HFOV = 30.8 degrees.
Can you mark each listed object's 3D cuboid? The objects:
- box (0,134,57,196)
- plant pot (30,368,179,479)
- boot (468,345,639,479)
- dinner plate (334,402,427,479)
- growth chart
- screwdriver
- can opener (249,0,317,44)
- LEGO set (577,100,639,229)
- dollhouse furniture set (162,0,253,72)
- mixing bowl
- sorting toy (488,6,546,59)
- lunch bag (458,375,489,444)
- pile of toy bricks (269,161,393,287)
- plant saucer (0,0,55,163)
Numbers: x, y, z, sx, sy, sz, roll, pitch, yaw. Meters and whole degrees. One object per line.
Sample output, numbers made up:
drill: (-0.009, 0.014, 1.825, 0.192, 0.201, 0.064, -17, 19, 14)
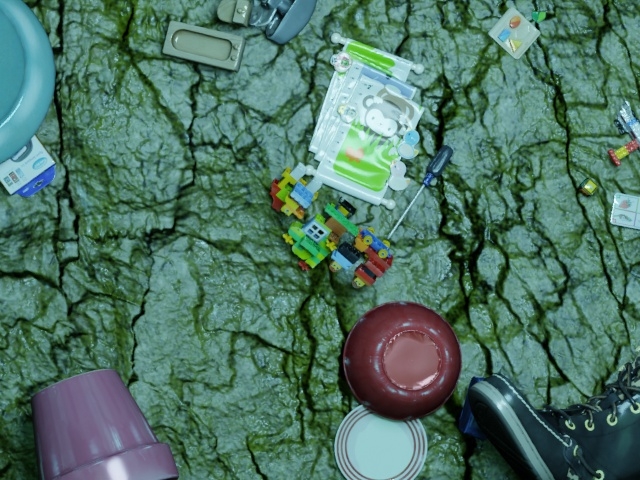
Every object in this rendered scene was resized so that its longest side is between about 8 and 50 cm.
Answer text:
box: (-0.452, -0.132, 1.705, 0.081, 0.028, 0.136, -37, 91, -3)
plant pot: (-0.323, 0.288, 1.648, 0.201, 0.201, 0.180, -21, 76, -4)
boot: (0.401, 0.250, 1.678, 0.284, 0.138, 0.377, -43, 118, -5)
dinner plate: (0.091, 0.311, 1.755, 0.141, 0.017, 0.141, 0, 90, -4)
growth chart: (0.072, -0.177, 1.746, 0.171, 0.021, 0.237, 14, 90, -5)
screwdriver: (0.151, -0.071, 1.745, 0.025, 0.024, 0.170, 26, 81, 25)
can opener: (-0.020, -0.430, 1.723, 0.095, 0.076, 0.283, 30, 88, -35)
LEGO set: (0.521, -0.102, 1.763, 0.244, 0.060, 0.183, 11, 86, -4)
dollhouse furniture set: (-0.179, -0.339, 1.660, 0.144, 0.123, 0.151, 15, 91, 10)
mixing bowl: (0.128, 0.177, 1.706, 0.181, 0.098, 0.182, 0, 85, -4)
sorting toy: (0.304, -0.326, 1.764, 0.062, 0.012, 0.083, 41, 88, -3)
lunch bag: (0.251, 0.258, 1.740, 0.065, 0.067, 0.098, 15, 93, -3)
pile of toy bricks: (0.000, 0.000, 1.712, 0.212, 0.118, 0.105, 41, 120, -12)
plant saucer: (-0.541, -0.245, 1.656, 0.317, 0.044, 0.318, 2, 80, -9)
